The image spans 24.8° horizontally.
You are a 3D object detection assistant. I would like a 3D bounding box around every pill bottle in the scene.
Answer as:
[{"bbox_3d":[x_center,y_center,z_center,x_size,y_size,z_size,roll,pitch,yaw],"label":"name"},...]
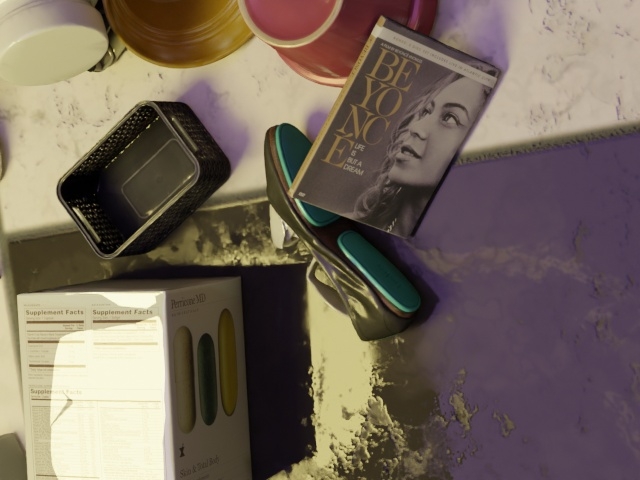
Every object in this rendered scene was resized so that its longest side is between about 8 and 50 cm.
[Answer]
[{"bbox_3d":[-0.344,-0.329,1.672,0.162,0.162,0.278,-28,71,22],"label":"pill bottle"}]

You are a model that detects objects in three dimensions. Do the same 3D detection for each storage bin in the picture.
[{"bbox_3d":[-0.214,-0.074,1.762,0.180,0.084,0.122,-41,78,20],"label":"storage bin"}]

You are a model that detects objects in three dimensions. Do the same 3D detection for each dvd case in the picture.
[{"bbox_3d":[0.082,-0.120,1.603,0.221,0.165,0.018,-62,32,14],"label":"dvd case"}]

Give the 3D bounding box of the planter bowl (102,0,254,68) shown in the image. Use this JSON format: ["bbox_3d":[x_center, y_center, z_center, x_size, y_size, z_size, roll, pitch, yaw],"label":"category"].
[{"bbox_3d":[-0.162,-0.317,1.694,0.217,0.217,0.090,-60,36,16],"label":"planter bowl"}]

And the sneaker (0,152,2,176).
[{"bbox_3d":[-0.593,-0.088,1.888,0.350,0.148,0.131,-14,88,24],"label":"sneaker"}]

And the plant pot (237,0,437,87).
[{"bbox_3d":[0.005,-0.269,1.598,0.201,0.180,0.201,2,94,26],"label":"plant pot"}]

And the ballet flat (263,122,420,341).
[{"bbox_3d":[0.000,0.000,1.675,0.096,0.095,0.280,-41,78,33],"label":"ballet flat"}]

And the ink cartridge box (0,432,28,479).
[{"bbox_3d":[-0.467,0.370,1.898,0.212,0.093,0.154,-32,82,24],"label":"ink cartridge box"}]

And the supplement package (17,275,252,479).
[{"bbox_3d":[-0.214,0.181,1.717,0.198,0.199,0.262,-2,93,23],"label":"supplement package"}]

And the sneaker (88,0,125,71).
[{"bbox_3d":[-0.339,-0.272,1.799,0.226,0.086,0.163,-19,83,22],"label":"sneaker"}]
